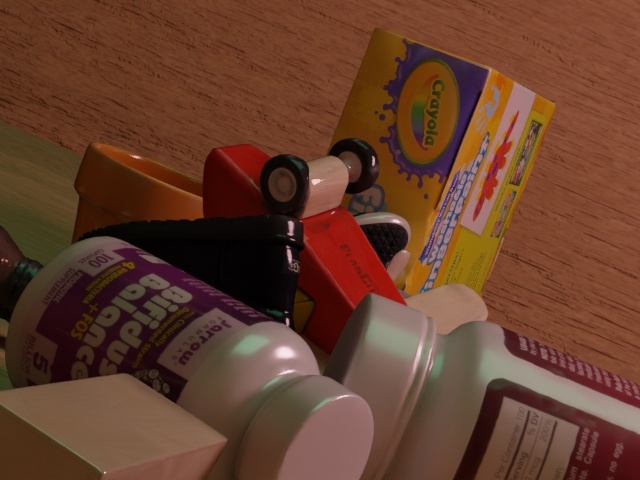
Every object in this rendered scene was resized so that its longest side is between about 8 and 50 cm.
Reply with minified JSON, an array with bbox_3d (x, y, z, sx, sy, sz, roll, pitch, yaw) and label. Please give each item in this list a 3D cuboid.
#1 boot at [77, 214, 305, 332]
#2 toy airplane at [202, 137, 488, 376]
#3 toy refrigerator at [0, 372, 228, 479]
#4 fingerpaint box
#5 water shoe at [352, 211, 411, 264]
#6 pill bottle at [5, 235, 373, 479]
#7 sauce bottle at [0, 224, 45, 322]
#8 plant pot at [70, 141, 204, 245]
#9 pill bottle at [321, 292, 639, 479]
[{"bbox_3d":[-0.125,0.088,1.829,0.246,0.207,0.094,-4,-15,26],"label":"boot"},{"bbox_3d":[0.014,0.115,2.064,0.386,0.272,0.384,30,40,-25],"label":"toy airplane"},{"bbox_3d":[-0.167,0.165,1.414,0.102,0.094,0.269,31,7,13],"label":"toy refrigerator"},{"bbox_3d":[0.106,-0.011,2.456,0.163,0.445,0.371,22,5,18],"label":"fingerpaint box"},{"bbox_3d":[0.000,0.000,2.254,0.203,0.073,0.080,-17,36,0],"label":"water shoe"},{"bbox_3d":[-0.108,0.124,1.656,0.301,0.169,0.169,26,6,33],"label":"pill bottle"},{"bbox_3d":[-0.386,0.008,1.961,0.344,0.111,0.111,23,5,6],"label":"sauce bottle"},{"bbox_3d":[-0.207,0.012,2.289,0.205,0.188,0.205,23,6,-2],"label":"plant pot"},{"bbox_3d":[0.186,0.207,1.784,0.392,0.224,0.224,23,5,-4],"label":"pill bottle"}]
